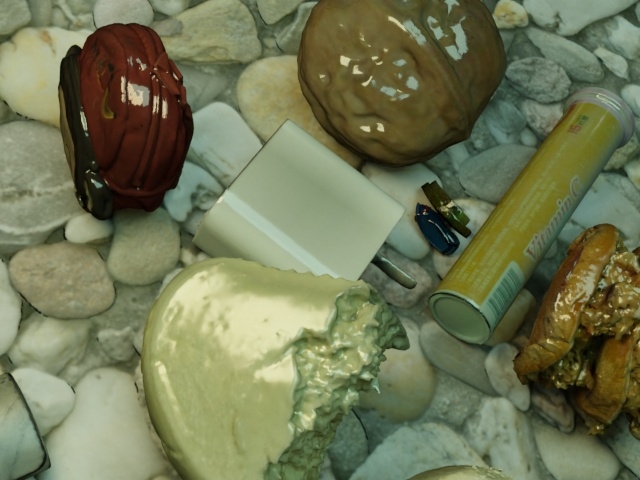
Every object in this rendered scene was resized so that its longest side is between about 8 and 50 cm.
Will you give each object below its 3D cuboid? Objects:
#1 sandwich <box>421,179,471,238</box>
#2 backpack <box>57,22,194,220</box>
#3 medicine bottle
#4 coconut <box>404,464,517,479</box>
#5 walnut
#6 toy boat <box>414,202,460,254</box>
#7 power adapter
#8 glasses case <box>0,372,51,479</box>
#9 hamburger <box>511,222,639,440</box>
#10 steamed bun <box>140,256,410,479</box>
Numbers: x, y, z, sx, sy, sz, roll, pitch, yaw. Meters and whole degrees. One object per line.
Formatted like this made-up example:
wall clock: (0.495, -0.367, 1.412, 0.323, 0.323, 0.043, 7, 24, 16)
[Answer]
sandwich: (0.169, -0.048, 1.312, 0.069, 0.026, 0.101, 41, 13, -22)
backpack: (-0.221, -0.143, 1.122, 0.139, 0.229, 0.229, -6, 68, -26)
medicine bottle: (0.290, -0.044, 1.332, 0.108, 0.108, 0.426, 40, 60, 1)
coconut: (0.165, 0.368, 0.999, 0.245, 0.245, 0.247, -13, 38, -25)
walnut: (0.106, -0.233, 1.281, 0.273, 0.227, 0.273, 10, 65, -22)
toy boat: (0.155, -0.018, 1.311, 0.038, 0.038, 0.083, -35, 82, -30)
power adapter: (0.000, 0.000, 1.191, 0.255, 0.124, 0.187, 38, 60, 0)
glasses case: (-0.427, 0.235, 0.958, 0.299, 0.060, 0.114, -22, 75, -28)
hamburger: (0.364, 0.119, 1.222, 0.211, 0.260, 0.245, 21, 15, 7)
steamed bun: (-0.065, 0.173, 1.002, 0.273, 0.290, 0.272, 14, 67, 6)
